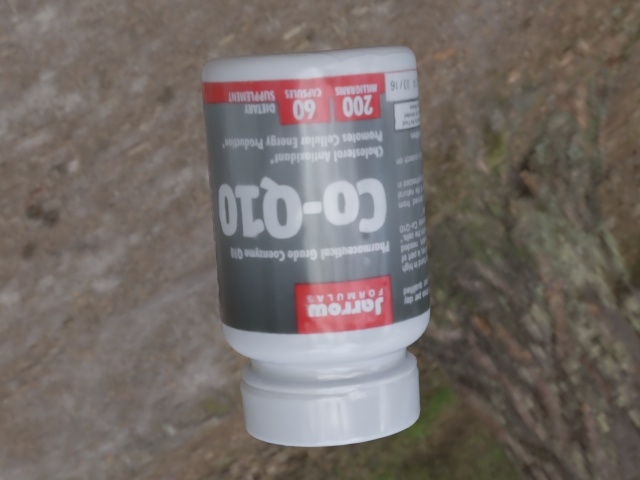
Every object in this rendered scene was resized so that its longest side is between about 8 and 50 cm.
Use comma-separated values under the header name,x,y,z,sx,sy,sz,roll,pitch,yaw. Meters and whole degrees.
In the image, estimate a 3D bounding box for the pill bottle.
name,x,y,z,sx,sy,sz,roll,pitch,yaw
pill bottle,0.000,0.000,1.008,0.161,0.283,0.161,-4,-172,1
